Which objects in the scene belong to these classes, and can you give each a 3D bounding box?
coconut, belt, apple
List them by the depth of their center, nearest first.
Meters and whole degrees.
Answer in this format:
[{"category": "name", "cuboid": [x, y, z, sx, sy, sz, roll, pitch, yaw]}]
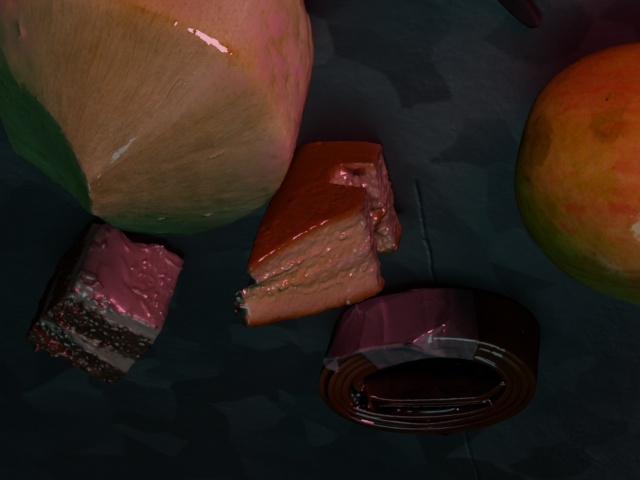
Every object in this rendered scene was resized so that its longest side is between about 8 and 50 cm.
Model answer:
[{"category": "coconut", "cuboid": [-0.157, -0.149, 1.274, 0.281, 0.328, 0.328, -17, 130, 31]}, {"category": "apple", "cuboid": [0.301, -0.060, 1.314, 0.226, 0.246, 0.246, 2, 137, 24]}, {"category": "belt", "cuboid": [0.128, 0.144, 1.675, 0.261, 0.105, 0.184, -2, 134, 18]}]

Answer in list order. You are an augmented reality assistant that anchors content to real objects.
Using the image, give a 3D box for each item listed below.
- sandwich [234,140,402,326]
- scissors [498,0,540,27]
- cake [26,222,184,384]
[{"category": "sandwich", "cuboid": [0.000, 0.000, 1.462, 0.128, 0.236, 0.122, 2, 124, 16]}, {"category": "scissors", "cuboid": [0.135, -0.270, 1.296, 0.088, 0.017, 0.220, -28, 123, 32]}, {"category": "cake", "cuboid": [-0.254, 0.073, 1.680, 0.135, 0.134, 0.147, 29, 142, -19]}]
